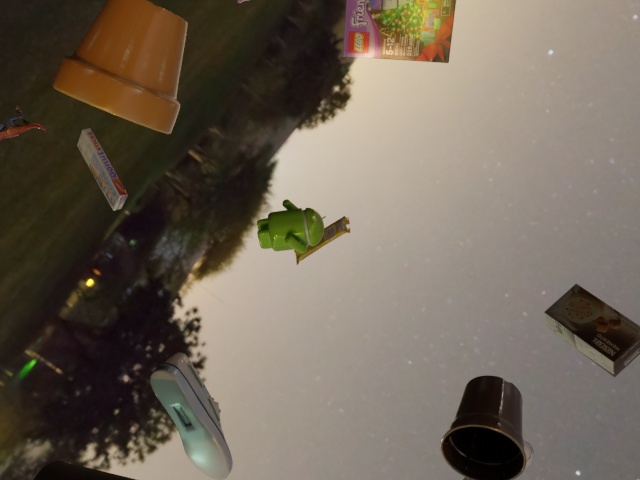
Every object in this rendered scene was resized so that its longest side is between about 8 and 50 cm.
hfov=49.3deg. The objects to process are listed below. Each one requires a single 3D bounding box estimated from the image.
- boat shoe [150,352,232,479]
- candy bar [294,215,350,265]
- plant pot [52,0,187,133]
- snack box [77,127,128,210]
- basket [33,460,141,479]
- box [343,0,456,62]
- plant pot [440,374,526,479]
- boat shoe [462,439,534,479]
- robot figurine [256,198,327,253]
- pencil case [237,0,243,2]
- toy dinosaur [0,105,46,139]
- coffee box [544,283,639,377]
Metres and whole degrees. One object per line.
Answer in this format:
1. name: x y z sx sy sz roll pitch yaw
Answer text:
1. boat shoe: -0.240 0.346 1.383 0.096 0.267 0.088 -22 -167 32
2. candy bar: 0.000 0.000 1.380 0.161 0.018 0.040 -32 -125 37
3. plant pot: -0.317 -0.306 1.178 0.205 0.205 0.188 -125 -122 -79
4. snack box: -0.479 -0.155 1.527 0.022 0.178 0.064 -24 167 -39
5. basket: -0.365 0.479 1.191 0.227 0.204 0.154 -10 -175 29
6. box: 0.151 -0.481 1.278 0.057 0.201 0.293 -72 166 -67
7. plant pot: 0.343 0.378 1.433 0.167 0.167 0.165 -43 -170 37
8. boat shoe: 0.428 0.595 1.790 0.258 0.084 0.095 -45 -141 2
9. robot figurine: -0.046 -0.018 1.158 0.101 0.115 0.067 -97 179 -47
10. pencil case: -0.072 -0.618 1.606 0.284 0.124 0.124 -9 -179 -15
11. toy dinosaur: -0.489 -0.172 1.076 0.082 0.090 0.047 -54 150 -35
12. coffee box: 0.791 0.257 2.014 0.141 0.098 0.246 -39 -132 -10
